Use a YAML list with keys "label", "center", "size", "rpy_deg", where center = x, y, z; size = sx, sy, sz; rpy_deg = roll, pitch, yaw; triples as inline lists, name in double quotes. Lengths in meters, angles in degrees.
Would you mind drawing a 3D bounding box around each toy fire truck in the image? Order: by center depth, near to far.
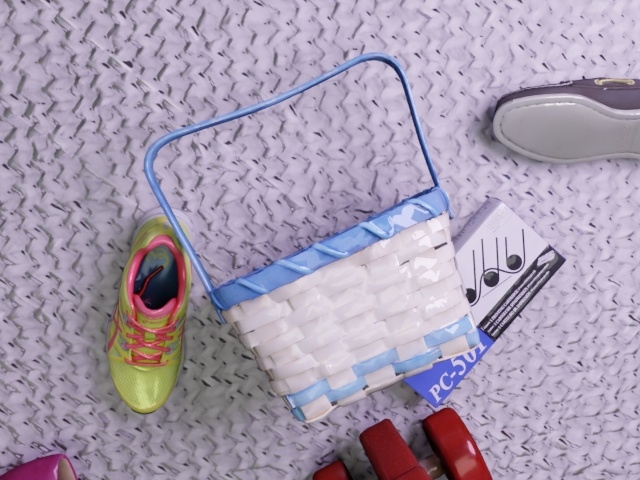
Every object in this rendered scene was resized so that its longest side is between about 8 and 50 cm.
- label: "toy fire truck"
  center: [0.122, 0.325, 0.852]
  size: [0.169, 0.254, 0.302]
  rpy_deg: [-25, 102, -3]

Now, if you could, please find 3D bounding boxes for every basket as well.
- label: "basket"
  center: [0.000, 0.000, 0.807]
  size: [0.254, 0.201, 0.289]
  rpy_deg: [-21, 95, 1]

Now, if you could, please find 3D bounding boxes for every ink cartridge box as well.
- label: "ink cartridge box"
  center: [0.151, 0.064, 0.917]
  size: [0.097, 0.046, 0.207]
  rpy_deg: [41, 93, -11]

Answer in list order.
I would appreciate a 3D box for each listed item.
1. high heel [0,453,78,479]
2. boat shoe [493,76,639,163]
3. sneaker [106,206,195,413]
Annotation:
- label: "high heel"
  center: [-0.220, 0.398, 0.877]
  size: [0.181, 0.127, 0.377]
  rpy_deg: [-38, 99, 11]
- label: "boat shoe"
  center: [0.282, -0.127, 0.894]
  size: [0.227, 0.069, 0.081]
  rpy_deg: [3, 134, -6]
- label: "sneaker"
  center: [-0.167, 0.075, 0.850]
  size: [0.081, 0.094, 0.209]
  rpy_deg: [4, 101, -10]
